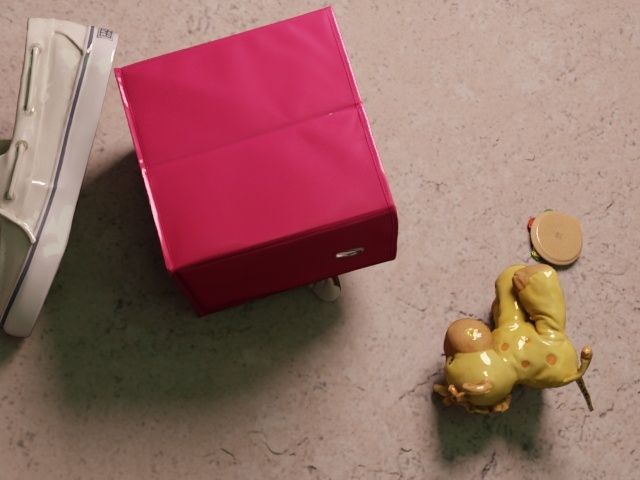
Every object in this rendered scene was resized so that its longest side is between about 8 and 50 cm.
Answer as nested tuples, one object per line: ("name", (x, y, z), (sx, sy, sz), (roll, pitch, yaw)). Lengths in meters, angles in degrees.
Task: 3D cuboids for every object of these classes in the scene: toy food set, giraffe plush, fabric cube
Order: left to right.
("fabric cube", (-0.068, -0.082, 1.605), (0.258, 0.254, 0.259), (-16, 76, -2))
("giraffe plush", (0.226, 0.146, 1.727), (0.170, 0.181, 0.210), (-16, 59, -14))
("toy food set", (0.326, -0.004, 1.899), (0.083, 0.020, 0.083), (14, 66, -15))

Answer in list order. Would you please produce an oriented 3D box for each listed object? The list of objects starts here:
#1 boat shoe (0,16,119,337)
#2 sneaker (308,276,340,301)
("boat shoe", (-0.348, -0.078, 1.551), (0.156, 0.136, 0.367), (15, 100, -10))
("sneaker", (0.000, 0.000, 1.754), (0.065, 0.061, 0.158), (-17, 77, -32))
